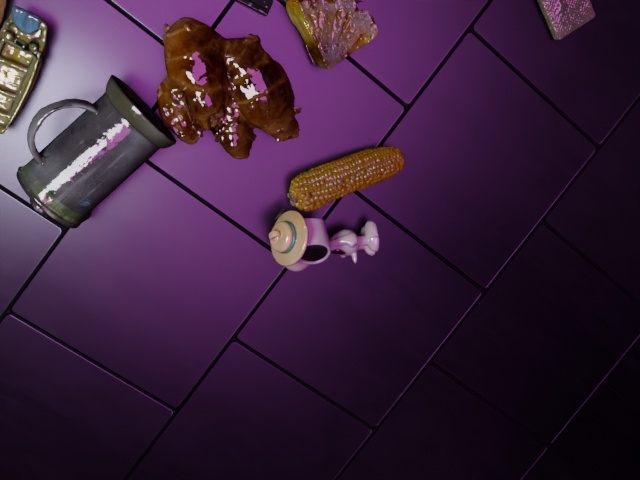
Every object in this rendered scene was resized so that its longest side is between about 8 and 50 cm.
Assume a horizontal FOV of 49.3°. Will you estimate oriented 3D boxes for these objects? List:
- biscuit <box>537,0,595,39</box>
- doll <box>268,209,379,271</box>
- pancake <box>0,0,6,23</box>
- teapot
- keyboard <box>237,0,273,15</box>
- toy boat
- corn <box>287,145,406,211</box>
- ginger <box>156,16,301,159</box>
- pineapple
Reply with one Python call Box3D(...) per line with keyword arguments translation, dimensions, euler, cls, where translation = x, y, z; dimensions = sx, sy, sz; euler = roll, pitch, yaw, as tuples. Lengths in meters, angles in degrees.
Box3D(translation=(0.605, -0.624, 1.761), dimensions=(0.121, 0.040, 0.199), euler=(-32, 108, 0), cls="biscuit")
Box3D(translation=(0.011, -0.009, 1.731), dimensions=(0.271, 0.208, 0.144), euler=(-12, 69, -2), cls="doll")
Box3D(translation=(-0.858, -0.552, 1.471), dimensions=(0.386, 0.082, 0.387), euler=(-2, 105, -7), cls="pancake")
Box3D(translation=(-0.526, -0.197, 1.548), dimensions=(0.337, 0.200, 0.270), euler=(-42, 144, 3), cls="teapot")
Box3D(translation=(-0.202, -0.592, 1.624), dimensions=(0.195, 0.018, 0.060), euler=(24, 91, -16), cls="keyboard")
Box3D(translation=(-0.689, -0.377, 1.551), dimensions=(0.111, 0.084, 0.276), euler=(23, 102, -18), cls="toy boat")
Box3D(translation=(0.066, -0.164, 1.741), dimensions=(0.312, 0.102, 0.102), euler=(-24, 107, -7), cls="corn")
Box3D(translation=(-0.207, -0.337, 1.594), dimensions=(0.357, 0.152, 0.274), euler=(15, 88, -22), cls="ginger")
Box3D(translation=(0.026, -0.499, 1.643), dimensions=(0.236, 0.114, 0.186), euler=(17, 99, -18), cls="pineapple")
